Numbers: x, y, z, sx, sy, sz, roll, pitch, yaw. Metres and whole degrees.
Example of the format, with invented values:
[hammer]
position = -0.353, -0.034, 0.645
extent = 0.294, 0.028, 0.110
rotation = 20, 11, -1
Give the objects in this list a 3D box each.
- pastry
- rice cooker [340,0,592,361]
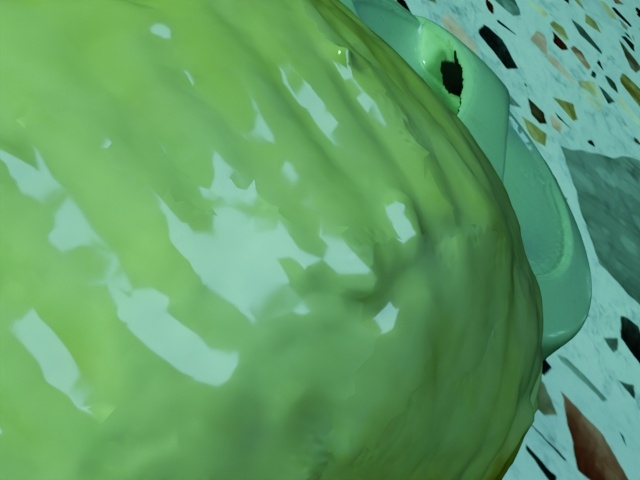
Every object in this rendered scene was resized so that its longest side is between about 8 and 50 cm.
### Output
[pastry]
position = -0.115, 0.046, 0.483
extent = 0.312, 0.389, 0.388
rotation = 45, 26, 22
[rice cooker]
position = 0.003, 0.000, 0.777
extent = 0.288, 0.277, 0.288
rotation = 37, 29, -25
